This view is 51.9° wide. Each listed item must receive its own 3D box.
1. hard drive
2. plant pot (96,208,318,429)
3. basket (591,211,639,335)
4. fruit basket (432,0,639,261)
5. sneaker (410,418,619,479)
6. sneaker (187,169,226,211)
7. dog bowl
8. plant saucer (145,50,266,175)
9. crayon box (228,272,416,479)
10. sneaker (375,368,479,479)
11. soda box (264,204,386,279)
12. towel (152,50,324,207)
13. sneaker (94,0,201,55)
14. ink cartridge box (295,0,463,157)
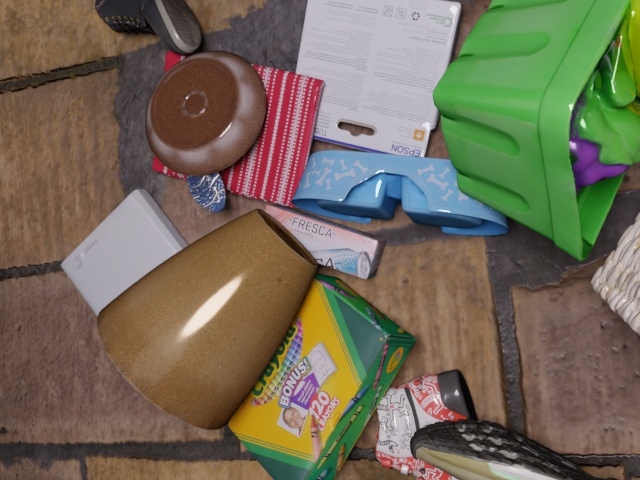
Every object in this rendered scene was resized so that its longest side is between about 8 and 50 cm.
[{"bbox_3d":[-0.272,0.096,1.086,0.203,0.040,0.307,-41,81,15],"label":"hard drive"},{"bbox_3d":[-0.130,0.086,0.915,0.254,0.237,0.237,-46,79,5],"label":"plant pot"},{"bbox_3d":[0.517,0.032,0.668,0.331,0.266,0.328,29,101,-6],"label":"basket"},{"bbox_3d":[0.347,-0.181,0.678,0.392,0.283,0.391,-12,50,15],"label":"fruit basket"},{"bbox_3d":[0.285,0.365,0.810,0.411,0.158,0.182,25,91,0],"label":"sneaker"},{"bbox_3d":[-0.176,-0.098,0.994,0.052,0.058,0.135,-36,73,8],"label":"sneaker"},{"bbox_3d":[0.108,-0.065,0.898,0.298,0.166,0.074,7,84,17],"label":"dog bowl"},{"bbox_3d":[-0.177,-0.194,0.962,0.199,0.036,0.198,-4,76,17],"label":"plant saucer"},{"bbox_3d":[-0.004,0.208,0.954,0.165,0.081,0.278,37,104,37],"label":"crayon box"},{"bbox_3d":[0.166,0.327,0.932,0.145,0.090,0.269,-18,84,19],"label":"sneaker"},{"bbox_3d":[0.000,0.000,0.984,0.183,0.058,0.062,18,98,17],"label":"soda box"},{"bbox_3d":[-0.136,-0.174,1.013,0.275,0.031,0.198,16,105,20],"label":"towel"},{"bbox_3d":[-0.273,-0.345,1.041,0.118,0.083,0.222,-41,62,21],"label":"sneaker"},{"bbox_3d":[0.073,-0.243,0.950,0.224,0.045,0.223,17,107,17],"label":"ink cartridge box"}]
